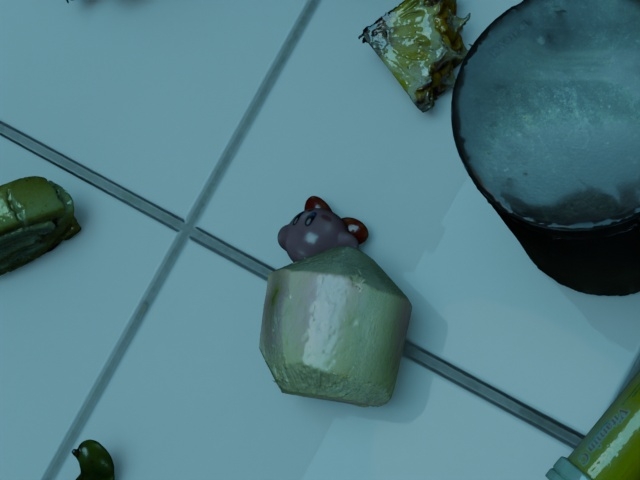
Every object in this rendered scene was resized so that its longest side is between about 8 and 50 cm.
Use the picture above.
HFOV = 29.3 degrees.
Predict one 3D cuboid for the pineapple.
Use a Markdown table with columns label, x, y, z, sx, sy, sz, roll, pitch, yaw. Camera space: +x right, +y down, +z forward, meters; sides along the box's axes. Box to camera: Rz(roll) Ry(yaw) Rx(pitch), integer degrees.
| label | x | y | z | sx | sy | sz | roll | pitch | yaw |
| --- | --- | --- | --- | --- | --- | --- | --- | --- | --- |
| pineapple | 0.097 | -0.203 | 1.280 | 0.116 | 0.069 | 0.137 | 7 | 80 | 20 |

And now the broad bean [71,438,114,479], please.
| label | x | y | z | sx | sy | sz | roll | pitch | yaw |
| --- | --- | --- | --- | --- | --- | --- | --- | --- | --- |
| broad bean | -0.269 | 0.307 | 1.284 | 0.048 | 0.070 | 0.213 | 26 | 96 | 40 |

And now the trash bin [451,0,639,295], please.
| label | x | y | z | sx | sy | sz | roll | pitch | yaw |
| --- | --- | --- | --- | --- | --- | --- | --- | --- | --- |
| trash bin | 0.243 | -0.069 | 1.070 | 0.203 | 0.301 | 0.252 | -43 | 69 | 4 |

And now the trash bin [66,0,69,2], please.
| label | x | y | z | sx | sy | sz | roll | pitch | yaw |
| --- | --- | --- | --- | --- | --- | --- | --- | --- | --- |
| trash bin | -0.259 | -0.455 | 1.306 | 0.296 | 0.368 | 0.256 | -30 | 69 | 11 |

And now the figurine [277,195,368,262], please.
| label | x | y | z | sx | sy | sz | roll | pitch | yaw |
| --- | --- | --- | --- | --- | --- | --- | --- | --- | --- |
| figurine | 0.000 | 0.000 | 1.263 | 0.083 | 0.071 | 0.067 | 16 | 124 | 30 |

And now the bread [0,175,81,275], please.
| label | x | y | z | sx | sy | sz | roll | pitch | yaw |
| --- | --- | --- | --- | --- | --- | --- | --- | --- | --- |
| bread | -0.346 | -0.015 | 1.360 | 0.156 | 0.117 | 0.064 | -24 | 68 | 12 |

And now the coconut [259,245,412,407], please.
| label | x | y | z | sx | sy | sz | roll | pitch | yaw |
| --- | --- | --- | --- | --- | --- | --- | --- | --- | --- |
| coconut | 0.016 | 0.081 | 1.199 | 0.147 | 0.147 | 0.152 | 8 | 82 | 21 |

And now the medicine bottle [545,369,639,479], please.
| label | x | y | z | sx | sy | sz | roll | pitch | yaw |
| --- | --- | --- | --- | --- | --- | --- | --- | --- | --- |
| medicine bottle | 0.302 | 0.156 | 1.117 | 0.074 | 0.074 | 0.218 | 40 | 90 | 23 |
